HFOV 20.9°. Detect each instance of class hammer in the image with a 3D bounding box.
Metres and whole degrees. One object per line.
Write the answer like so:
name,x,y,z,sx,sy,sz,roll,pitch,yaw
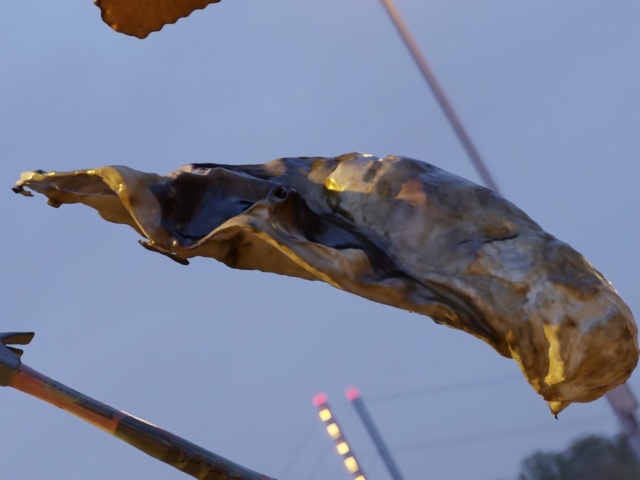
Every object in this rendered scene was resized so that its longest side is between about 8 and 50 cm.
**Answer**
hammer,-0.163,0.155,1.438,0.033,0.287,0.111,-58,13,17

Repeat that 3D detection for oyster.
oyster,0.003,-0.003,0.832,0.294,0.094,0.166,17,7,-18

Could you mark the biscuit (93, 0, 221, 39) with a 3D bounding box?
biscuit,-0.083,-0.276,1.232,0.232,0.013,0.237,-26,-50,-6
